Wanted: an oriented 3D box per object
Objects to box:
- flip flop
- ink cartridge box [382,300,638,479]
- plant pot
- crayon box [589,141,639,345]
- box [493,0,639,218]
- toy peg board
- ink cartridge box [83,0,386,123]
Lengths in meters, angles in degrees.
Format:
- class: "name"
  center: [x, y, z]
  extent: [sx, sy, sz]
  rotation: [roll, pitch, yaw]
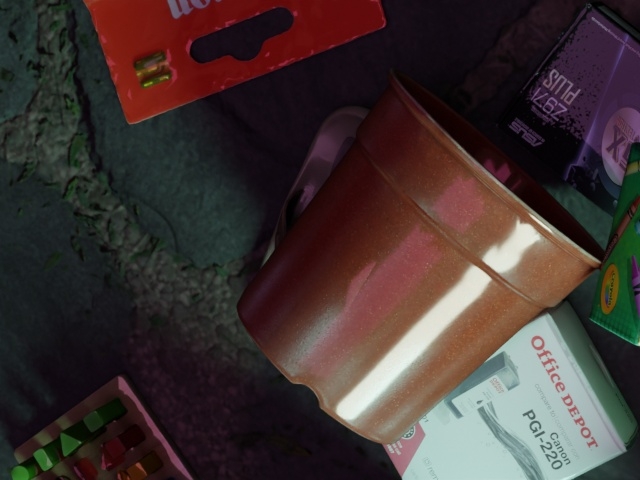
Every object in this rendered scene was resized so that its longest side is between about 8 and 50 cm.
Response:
- class: "flip flop"
  center: [0.000, 0.000, 1.927]
  extent: [0.112, 0.080, 0.277]
  rotation: [22, 104, 13]
- class: "ink cartridge box"
  center: [0.178, 0.176, 1.893]
  extent: [0.218, 0.092, 0.158]
  rotation: [-30, 89, 17]
- class: "plant pot"
  center: [0.080, 0.028, 1.789]
  extent: [0.272, 0.272, 0.265]
  rotation: [43, 100, 7]
- class: "crayon box"
  center: [0.387, 0.014, 1.723]
  extent: [0.278, 0.081, 0.165]
  rotation: [5, 104, -28]
- class: "box"
  center: [0.282, -0.115, 1.824]
  extent: [0.180, 0.077, 0.147]
  rotation: [40, 108, 8]
- class: "toy peg board"
  center: [-0.235, 0.254, 2.040]
  extent: [0.161, 0.079, 0.160]
  rotation: [-36, 86, 19]
- class: "ink cartridge box"
  center: [-0.142, -0.341, 1.917]
  extent: [0.308, 0.091, 0.385]
  rotation: [-19, 91, 19]
